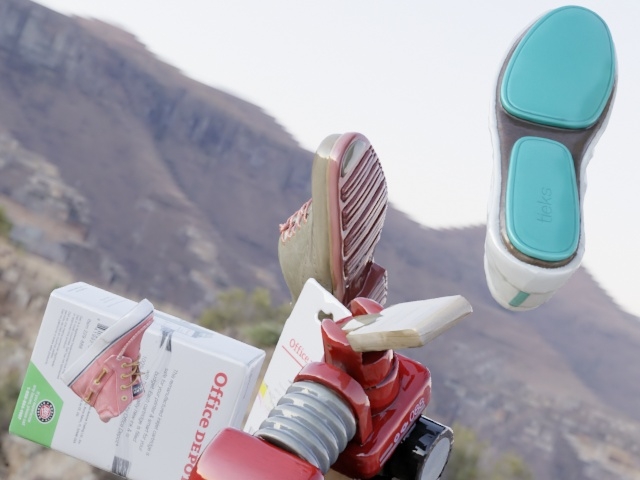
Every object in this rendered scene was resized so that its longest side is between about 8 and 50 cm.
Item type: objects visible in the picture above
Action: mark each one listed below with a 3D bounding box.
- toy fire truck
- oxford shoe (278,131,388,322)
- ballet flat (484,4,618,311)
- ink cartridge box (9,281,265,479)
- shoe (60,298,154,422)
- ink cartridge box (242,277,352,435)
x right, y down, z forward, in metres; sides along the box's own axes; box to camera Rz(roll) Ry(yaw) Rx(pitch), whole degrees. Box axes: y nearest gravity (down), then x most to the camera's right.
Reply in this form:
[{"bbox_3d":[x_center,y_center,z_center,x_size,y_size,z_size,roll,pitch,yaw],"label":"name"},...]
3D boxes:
[{"bbox_3d":[0.008,0.129,0.975,0.159,0.217,0.246,22,-38,26],"label":"toy fire truck"},{"bbox_3d":[0.000,0.000,1.709,0.130,0.123,0.348,22,-39,21],"label":"oxford shoe"},{"bbox_3d":[0.235,-0.090,1.570,0.139,0.400,0.139,9,-39,8],"label":"ballet flat"},{"bbox_3d":[-0.247,0.206,1.972,0.289,0.211,0.121,20,8,8],"label":"ink cartridge box"},{"bbox_3d":[-0.219,0.138,1.627,0.081,0.178,0.063,48,40,0],"label":"shoe"},{"bbox_3d":[0.002,0.144,1.215,0.067,0.198,0.115,13,16,-33],"label":"ink cartridge box"}]
